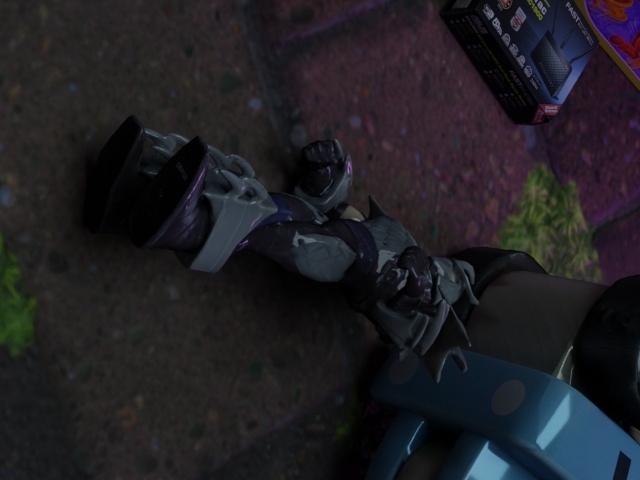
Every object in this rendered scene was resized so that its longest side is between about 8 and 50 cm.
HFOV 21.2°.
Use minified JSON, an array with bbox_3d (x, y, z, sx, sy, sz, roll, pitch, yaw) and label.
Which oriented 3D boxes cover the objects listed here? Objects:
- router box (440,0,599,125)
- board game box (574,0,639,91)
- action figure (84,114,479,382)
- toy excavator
[{"bbox_3d":[0.155,-0.162,1.311,0.122,0.038,0.092,51,57,-31],"label":"router box"},{"bbox_3d":[0.367,-0.186,1.300,0.233,0.347,0.078,41,64,-35],"label":"board game box"},{"bbox_3d":[0.000,0.000,1.085,0.285,0.185,0.099,17,108,-38],"label":"action figure"},{"bbox_3d":[0.094,0.207,1.158,0.433,0.222,0.445,39,73,-35],"label":"toy excavator"}]
